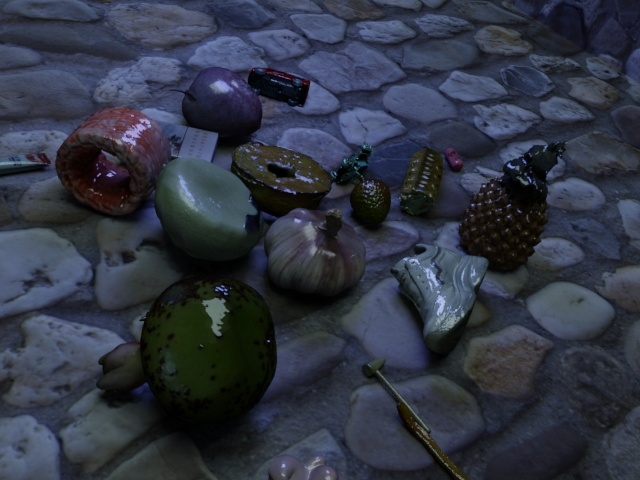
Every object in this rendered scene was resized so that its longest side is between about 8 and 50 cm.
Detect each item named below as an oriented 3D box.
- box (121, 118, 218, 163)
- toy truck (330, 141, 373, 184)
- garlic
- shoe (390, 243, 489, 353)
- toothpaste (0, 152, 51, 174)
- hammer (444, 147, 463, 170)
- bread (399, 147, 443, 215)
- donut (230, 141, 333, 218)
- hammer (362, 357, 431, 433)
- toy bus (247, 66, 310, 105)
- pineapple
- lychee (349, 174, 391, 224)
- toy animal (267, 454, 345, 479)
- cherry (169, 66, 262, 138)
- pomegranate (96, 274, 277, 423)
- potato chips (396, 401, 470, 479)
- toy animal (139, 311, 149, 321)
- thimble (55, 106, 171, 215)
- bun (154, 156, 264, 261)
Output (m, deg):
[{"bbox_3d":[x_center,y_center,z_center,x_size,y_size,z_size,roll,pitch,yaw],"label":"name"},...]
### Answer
[{"bbox_3d":[-0.399,-0.247,1.878,0.233,0.067,0.150,12,39,-6],"label":"box"},{"bbox_3d":[0.103,-0.210,2.003,0.078,0.080,0.154,47,45,2],"label":"toy truck"},{"bbox_3d":[0.000,0.000,1.602,0.244,0.253,0.245,9,50,-11],"label":"garlic"},{"bbox_3d":[0.256,0.121,1.648,0.210,0.132,0.342,21,37,12],"label":"shoe"},{"bbox_3d":[-0.776,-0.178,1.697,0.239,0.039,0.062,-15,43,-34],"label":"toothpaste"},{"bbox_3d":[0.413,-0.251,2.174,0.043,0.043,0.083,-1,43,-19],"label":"hammer"},{"bbox_3d":[0.292,-0.177,2.017,0.087,0.098,0.269,53,34,-23],"label":"bread"},{"bbox_3d":[-0.111,-0.152,1.821,0.271,0.107,0.272,17,30,-10],"label":"donut"},{"bbox_3d":[0.169,0.323,1.469,0.060,0.028,0.195,-16,53,-41],"label":"hammer"},{"bbox_3d":[-0.132,-0.497,2.240,0.195,0.081,0.089,16,31,-1],"label":"toy bus"},{"bbox_3d":[0.504,-0.109,1.805,0.222,0.357,0.223,12,39,-10],"label":"pineapple"},{"bbox_3d":[0.133,-0.110,1.867,0.114,0.114,0.147,-5,59,-23],"label":"lychee"},{"bbox_3d":[0.011,0.438,1.212,0.212,0.124,0.124,14,40,3],"label":"toy animal"},{"bbox_3d":[-0.284,-0.387,1.987,0.265,0.183,0.213,28,48,-11],"label":"cherry"},{"bbox_3d":[-0.253,0.209,1.303,0.340,0.285,0.285,-11,41,8],"label":"pomegranate"},{"bbox_3d":[0.220,0.403,1.386,0.026,0.037,0.204,-28,62,-27],"label":"potato chips"},{"bbox_3d":[-0.306,0.168,1.460,0.135,0.047,0.065,7,49,-19],"label":"toy animal"},{"bbox_3d":[-0.482,-0.190,1.662,0.239,0.239,0.162,17,38,1],"label":"thimble"},{"bbox_3d":[-0.274,-0.053,1.627,0.283,0.179,0.283,33,26,-18],"label":"bun"}]
